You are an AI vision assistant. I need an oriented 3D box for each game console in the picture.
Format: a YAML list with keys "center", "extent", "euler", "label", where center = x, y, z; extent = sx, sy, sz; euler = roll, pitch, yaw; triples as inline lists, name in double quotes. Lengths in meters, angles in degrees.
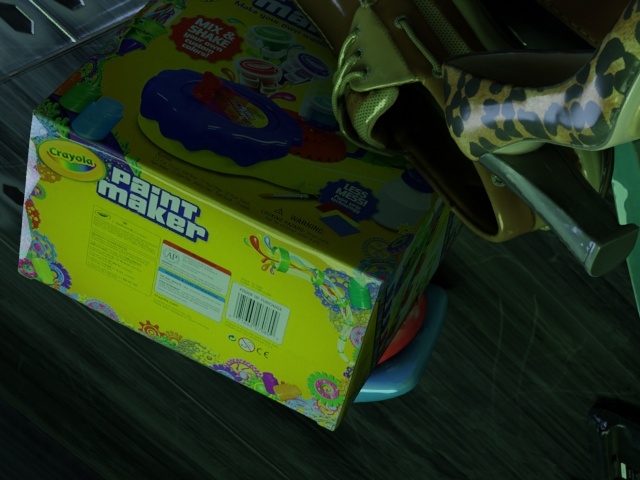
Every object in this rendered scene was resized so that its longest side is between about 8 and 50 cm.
- center: [0.367, 0.293, 1.758]
  extent: [0.213, 0.044, 0.361]
  euler: [17, 151, 23]
  label: "game console"

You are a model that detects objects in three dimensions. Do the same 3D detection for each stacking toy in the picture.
- center: [0.000, 0.000, 1.533]
  extent: [0.175, 0.166, 0.302]
  euler: [-2, 130, 25]
  label: "stacking toy"

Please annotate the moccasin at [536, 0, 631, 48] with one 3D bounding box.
- center: [0.100, -0.232, 0.995]
  extent: [0.380, 0.147, 0.139]
  euler: [43, 149, -23]
  label: "moccasin"

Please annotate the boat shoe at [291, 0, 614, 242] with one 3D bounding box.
- center: [0.068, -0.122, 1.162]
  extent: [0.324, 0.120, 0.122]
  euler: [44, 151, 27]
  label: "boat shoe"

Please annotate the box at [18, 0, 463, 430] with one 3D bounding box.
- center: [-0.042, -0.052, 1.271]
  extent: [0.290, 0.279, 0.177]
  euler: [25, 134, 10]
  label: "box"

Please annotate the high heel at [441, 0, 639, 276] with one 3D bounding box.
- center: [0.150, -0.125, 0.946]
  extent: [0.186, 0.093, 0.261]
  euler: [52, 143, 31]
  label: "high heel"

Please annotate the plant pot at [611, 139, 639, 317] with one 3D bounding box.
- center: [0.322, 0.010, 1.095]
  extent: [0.195, 0.290, 0.290]
  euler: [-12, 142, 7]
  label: "plant pot"
